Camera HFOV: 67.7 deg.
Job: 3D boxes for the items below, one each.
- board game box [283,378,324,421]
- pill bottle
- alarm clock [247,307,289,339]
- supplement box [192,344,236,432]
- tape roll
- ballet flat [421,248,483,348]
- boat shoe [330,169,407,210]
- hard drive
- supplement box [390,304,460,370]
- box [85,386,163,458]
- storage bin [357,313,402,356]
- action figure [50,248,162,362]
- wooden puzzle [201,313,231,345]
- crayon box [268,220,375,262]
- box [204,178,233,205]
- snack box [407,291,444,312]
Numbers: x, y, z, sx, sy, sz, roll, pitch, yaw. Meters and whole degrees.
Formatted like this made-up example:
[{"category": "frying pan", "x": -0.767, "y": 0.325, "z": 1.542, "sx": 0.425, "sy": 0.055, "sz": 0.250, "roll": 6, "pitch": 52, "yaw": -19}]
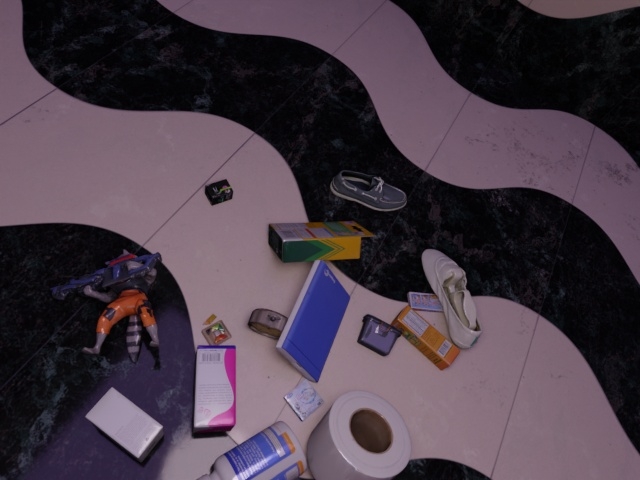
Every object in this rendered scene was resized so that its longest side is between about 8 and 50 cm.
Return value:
[{"category": "board game box", "x": -0.050, "y": 0.482, "z": 1.445, "sx": 0.090, "sy": 0.020, "sz": 0.090, "roll": -33, "pitch": 75, "yaw": -30}, {"category": "pill bottle", "x": -0.185, "y": 0.608, "z": 1.251, "sx": 0.272, "sy": 0.152, "sz": 0.152, "roll": -22, "pitch": 69, "yaw": -27}, {"category": "alarm clock", "x": -0.149, "y": 0.247, "z": 1.448, "sx": 0.129, "sy": 0.192, "sz": 0.064, "roll": 22, "pitch": 67, "yaw": -5}, {"category": "supplement box", "x": -0.300, "y": 0.420, "z": 1.349, "sx": 0.111, "sy": 0.114, "sz": 0.220, "roll": 4, "pitch": 58, "yaw": -16}, {"category": "tape roll", "x": 0.104, "y": 0.564, "z": 1.314, "sx": 0.246, "sy": 0.169, "sz": 0.246, "roll": 18, "pitch": 36, "yaw": -14}, {"category": "ballet flat", "x": 0.480, "y": 0.180, "z": 1.696, "sx": 0.139, "sy": 0.139, "sz": 0.400, "roll": -2, "pitch": 59, "yaw": -19}, {"category": "boat shoe", "x": 0.202, "y": -0.201, "z": 1.876, "sx": 0.319, "sy": 0.099, "sz": 0.116, "roll": 13, "pitch": 57, "yaw": -10}, {"category": "hard drive", "x": -0.013, "y": 0.251, "z": 1.504, "sx": 0.210, "sy": 0.040, "sz": 0.319, "roll": 54, "pitch": 47, "yaw": -36}, {"category": "supplement box", "x": 0.355, "y": 0.331, "z": 1.627, "sx": 0.233, "sy": 0.078, "sz": 0.080, "roll": 43, "pitch": 61, "yaw": 10}, {"category": "box", "x": -0.503, "y": 0.481, "z": 1.238, "sx": 0.170, "sy": 0.130, "sz": 0.091, "roll": 36, "pitch": 58, "yaw": 5}, {"category": "storage bin", "x": 0.192, "y": 0.318, "z": 1.579, "sx": 0.135, "sy": 0.098, "sz": 0.091, "roll": 28, "pitch": 67, "yaw": 0}, {"category": "action figure", "x": -0.603, "y": 0.180, "z": 1.403, "sx": 0.341, "sy": 0.178, "sz": 0.330, "roll": -12, "pitch": 55, "yaw": 7}, {"category": "wooden puzzle", "x": -0.322, "y": 0.288, "z": 1.477, "sx": 0.078, "sy": 0.014, "sz": 0.116, "roll": -36, "pitch": 76, "yaw": -31}, {"category": "crayon box", "x": 0.000, "y": 0.000, "z": 1.639, "sx": 0.323, "sy": 0.083, "sz": 0.203, "roll": -3, "pitch": 18, "yaw": -18}, {"category": "box", "x": -0.364, "y": -0.173, "z": 1.711, "sx": 0.083, "sy": 0.052, "sz": 0.062, "roll": -23, "pitch": 70, "yaw": -26}, {"category": "snack box", "x": 0.405, "y": 0.226, "z": 1.735, "sx": 0.178, "sy": 0.022, "sz": 0.064, "roll": 7, "pitch": 59, "yaw": -14}]
